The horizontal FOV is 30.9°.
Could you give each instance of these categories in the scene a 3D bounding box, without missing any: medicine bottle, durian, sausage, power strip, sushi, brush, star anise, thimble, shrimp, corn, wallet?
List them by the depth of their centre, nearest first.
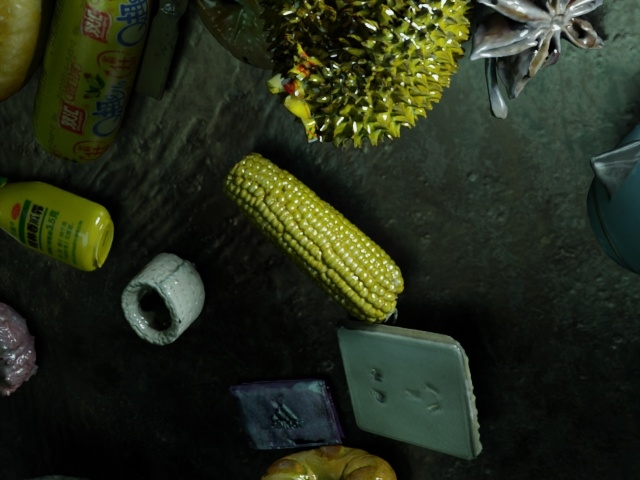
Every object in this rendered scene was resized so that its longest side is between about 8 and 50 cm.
[{"bbox_3d":[0.239,-0.249,1.301,0.231,0.089,0.209,-46,138,20],"label":"star anise"},{"bbox_3d":[0.049,-0.238,1.307,0.258,0.292,0.258,0,133,0],"label":"durian"},{"bbox_3d":[-0.118,-0.328,1.462,0.267,0.061,0.145,47,133,-9],"label":"shrimp"},{"bbox_3d":[-0.197,-0.286,1.504,0.043,0.036,0.248,21,134,-2],"label":"brush"},{"bbox_3d":[-0.303,-0.243,1.540,0.123,0.123,0.347,28,125,6],"label":"sausage"},{"bbox_3d":[0.000,0.000,1.563,0.310,0.101,0.101,44,124,-3],"label":"corn"},{"bbox_3d":[0.134,0.197,1.634,0.213,0.064,0.198,9,122,33],"label":"power strip"},{"bbox_3d":[-0.230,0.086,1.708,0.102,0.090,0.115,21,124,14],"label":"thimble"},{"bbox_3d":[-0.455,-0.048,1.736,0.309,0.076,0.111,21,115,12],"label":"medicine bottle"},{"bbox_3d":[-0.050,0.262,1.765,0.166,0.030,0.111,-7,109,23],"label":"wallet"},{"bbox_3d":[-0.583,0.174,1.891,0.241,0.107,0.161,1,113,22],"label":"sushi"}]

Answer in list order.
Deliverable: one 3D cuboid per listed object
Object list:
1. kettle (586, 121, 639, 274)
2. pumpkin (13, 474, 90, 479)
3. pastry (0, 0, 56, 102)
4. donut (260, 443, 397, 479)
[{"bbox_3d":[0.478,-0.048,1.285,0.342,0.247,0.319,-26,130,39],"label":"kettle"},{"bbox_3d":[-0.433,0.593,1.843,0.344,0.454,0.454,-28,104,42],"label":"pumpkin"},{"bbox_3d":[-0.510,-0.345,1.552,0.356,0.164,0.355,8,114,17],"label":"pastry"},{"bbox_3d":[0.009,0.391,1.701,0.227,0.226,0.113,-1,115,23],"label":"donut"}]
